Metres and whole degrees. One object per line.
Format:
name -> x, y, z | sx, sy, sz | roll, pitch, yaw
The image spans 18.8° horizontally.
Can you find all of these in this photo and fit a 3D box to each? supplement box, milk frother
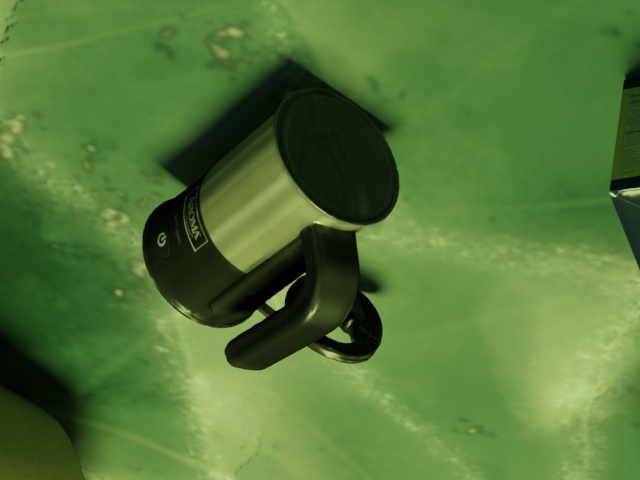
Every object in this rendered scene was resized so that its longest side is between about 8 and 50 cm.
supplement box -> 0.188, -0.030, 0.988 | 0.056, 0.083, 0.083 | -7, 135, 23
milk frother -> 0.000, 0.000, 1.086 | 0.143, 0.129, 0.134 | -10, 161, -44

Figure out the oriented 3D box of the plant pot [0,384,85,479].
plant pot -> -0.260, 0.194, 1.272 | 0.191, 0.284, 0.284 | -8, 148, -28
